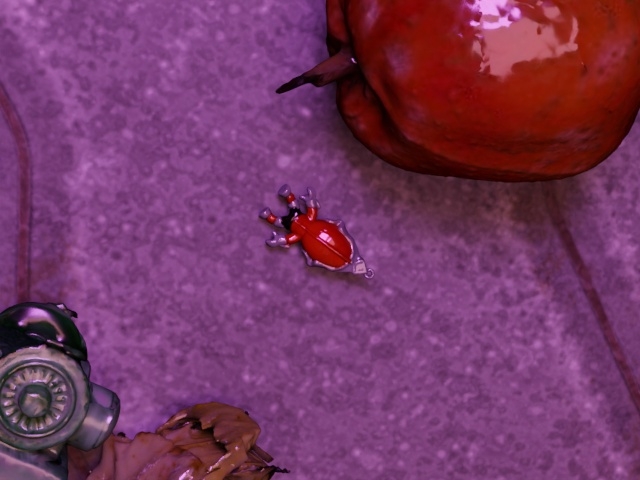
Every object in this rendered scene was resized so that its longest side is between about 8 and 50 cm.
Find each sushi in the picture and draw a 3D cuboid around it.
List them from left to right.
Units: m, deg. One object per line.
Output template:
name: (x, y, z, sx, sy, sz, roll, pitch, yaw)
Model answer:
sushi: (-0.156, 0.260, 1.024, 0.131, 0.139, 0.291, 36, 89, -36)

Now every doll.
doll: (0.000, 0.000, 1.057, 0.114, 0.039, 0.057, 38, 66, -9)

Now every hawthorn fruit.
hawthorn fruit: (0.106, -0.148, 0.946, 0.300, 0.254, 0.254, -22, 103, -21)

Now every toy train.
toy train: (-0.300, 0.126, 0.944, 0.266, 0.145, 0.202, 28, 94, -16)
